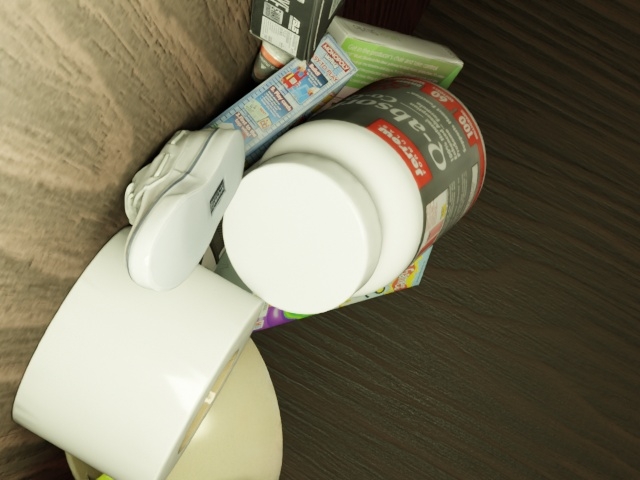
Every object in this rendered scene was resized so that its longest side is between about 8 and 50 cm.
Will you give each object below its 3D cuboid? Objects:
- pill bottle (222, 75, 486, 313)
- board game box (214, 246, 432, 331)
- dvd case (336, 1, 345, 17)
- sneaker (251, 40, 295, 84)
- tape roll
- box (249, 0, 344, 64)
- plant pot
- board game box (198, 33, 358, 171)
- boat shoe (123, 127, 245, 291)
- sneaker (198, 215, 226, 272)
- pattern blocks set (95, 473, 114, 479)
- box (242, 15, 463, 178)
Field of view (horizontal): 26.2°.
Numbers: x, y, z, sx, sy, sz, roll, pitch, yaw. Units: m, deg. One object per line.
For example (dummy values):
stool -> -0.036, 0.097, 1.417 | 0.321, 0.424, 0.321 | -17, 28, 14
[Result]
pill bottle -> 0.045, -0.056, 1.605 | 0.210, 0.210, 0.363 | -62, 168, 29
board game box -> 0.000, 0.000, 1.852 | 0.275, 0.142, 0.144 | -15, 144, -25
dvd case -> -0.016, -0.276, 1.895 | 0.179, 0.029, 0.239 | -60, 178, -11
sneaker -> -0.045, -0.229, 1.684 | 0.065, 0.061, 0.158 | -50, 173, 29
tape roll -> -0.191, 0.129, 1.463 | 0.246, 0.169, 0.246 | -59, 177, -5
box -> 0.022, -0.345, 1.382 | 0.242, 0.076, 0.307 | -60, 177, -15
plant pot -> -0.207, 0.234, 1.703 | 0.191, 0.284, 0.284 | -11, 143, -36
board game box -> -0.046, -0.155, 1.637 | 0.194, 0.060, 0.194 | -39, 177, 0
boat shoe -> -0.150, -0.034, 1.357 | 0.258, 0.084, 0.095 | -59, 153, -59
sneaker -> -0.166, 0.021, 1.737 | 0.106, 0.078, 0.234 | -62, 180, -28
pattern blocks set -> -0.243, 0.341, 1.617 | 0.285, 0.324, 0.026 | 119, -32, -47
box -> 0.024, -0.148, 1.877 | 0.232, 0.058, 0.322 | 7, 128, -44
